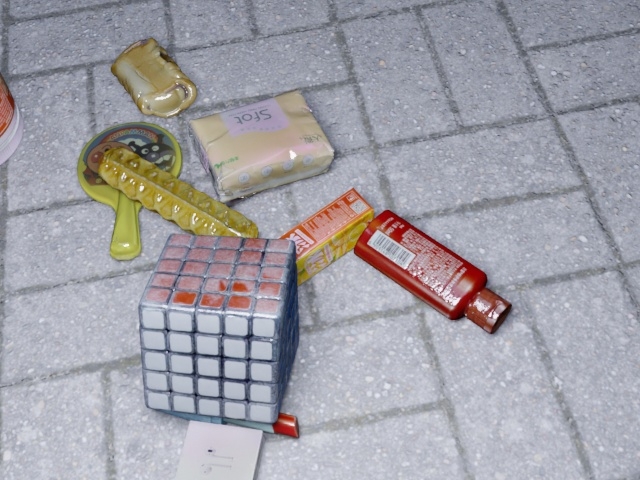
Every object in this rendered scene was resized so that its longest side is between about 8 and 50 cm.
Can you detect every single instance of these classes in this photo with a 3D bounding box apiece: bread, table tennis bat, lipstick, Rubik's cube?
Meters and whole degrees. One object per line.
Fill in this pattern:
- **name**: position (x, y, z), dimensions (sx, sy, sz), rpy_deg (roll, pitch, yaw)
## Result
- **bread**: position (-0.379, -0.363, 1.977), dimensions (0.134, 0.081, 0.225), rpy_deg (-33, 62, -11)
- **table tennis bat**: position (-0.405, -0.115, 1.832), dimensions (0.224, 0.054, 0.368), rpy_deg (-2, 54, -3)
- **bread**: position (-0.288, -0.079, 1.752), dimensions (0.368, 0.077, 0.084), rpy_deg (30, 102, 7)
- **lipstick**: position (-0.166, 0.299, 1.536), dimensions (0.274, 0.061, 0.068), rpy_deg (11, 65, 12)
- **Rubik's cube**: position (-0.166, 0.147, 1.498), dimensions (0.238, 0.237, 0.237), rpy_deg (4, 31, 6)

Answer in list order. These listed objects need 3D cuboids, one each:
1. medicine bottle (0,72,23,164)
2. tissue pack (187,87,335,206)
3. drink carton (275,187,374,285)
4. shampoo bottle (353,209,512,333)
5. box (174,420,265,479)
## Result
- **medicine bottle**: position (-0.797, -0.296, 1.864), dimensions (0.253, 0.241, 0.252), rpy_deg (-1, 56, 2)
- **tissue pack**: position (-0.124, -0.194, 1.825), dimensions (0.257, 0.123, 0.215), rpy_deg (-18, 55, -16)
- **drink carton**: position (0.000, 0.000, 1.702), dimensions (0.223, 0.096, 0.071), rpy_deg (-34, 61, -18)
- **shampoo bottle**: position (0.215, 0.062, 1.660), dimensions (0.314, 0.076, 0.118), rpy_deg (34, 64, 23)
- **box**: position (-0.172, 0.385, 1.487), dimensions (0.129, 0.051, 0.130), rpy_deg (6, 57, 8)
